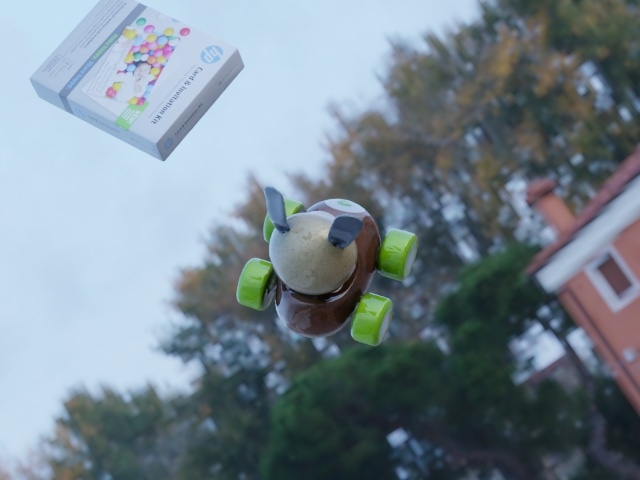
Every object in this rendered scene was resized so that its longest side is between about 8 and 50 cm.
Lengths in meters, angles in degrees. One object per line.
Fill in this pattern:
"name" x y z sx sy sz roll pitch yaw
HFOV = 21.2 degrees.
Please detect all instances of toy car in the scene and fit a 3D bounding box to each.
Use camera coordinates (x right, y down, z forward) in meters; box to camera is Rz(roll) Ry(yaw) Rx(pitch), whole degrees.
"toy car" 0.000 0.000 1.691 0.188 0.155 0.149 77 -148 -63

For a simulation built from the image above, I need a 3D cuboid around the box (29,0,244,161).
"box" -0.199 -0.181 1.851 0.145 0.186 0.038 -51 -28 -20
